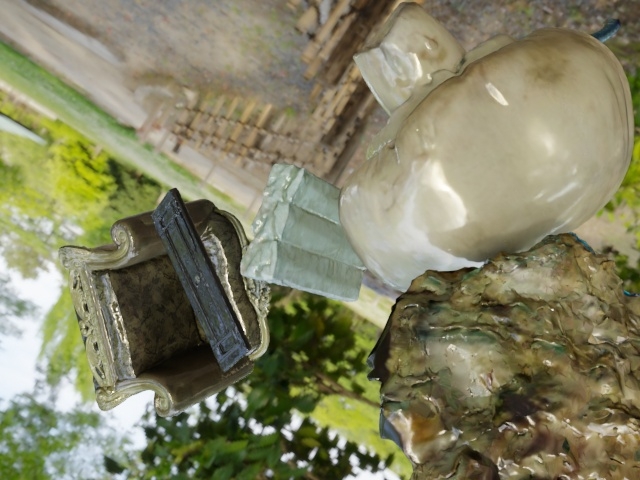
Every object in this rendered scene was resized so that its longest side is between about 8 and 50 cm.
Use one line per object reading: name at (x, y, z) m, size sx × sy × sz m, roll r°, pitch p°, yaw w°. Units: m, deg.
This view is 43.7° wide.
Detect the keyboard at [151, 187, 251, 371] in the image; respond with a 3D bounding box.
keyboard at (-0.134, 0.042, 0.880) m, size 0.013 × 0.061 × 0.204 m, roll -12°, pitch -112°, yaw -43°

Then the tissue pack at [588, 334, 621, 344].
tissue pack at (0.333, 0.131, 1.152) m, size 0.228 × 0.128 × 0.310 m, roll 73°, pitch 177°, yaw -66°

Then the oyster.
oyster at (0.159, 0.089, 0.509) m, size 0.260 × 0.198 × 0.092 m, roll 7°, pitch 141°, yaw -19°

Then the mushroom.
mushroom at (0.115, -0.087, 0.662) m, size 0.234 × 0.260 × 0.254 m, roll 55°, pitch 139°, yaw 4°

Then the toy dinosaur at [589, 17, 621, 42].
toy dinosaur at (0.232, -0.178, 0.969) m, size 0.147 × 0.363 × 0.076 m, roll 2°, pitch 128°, yaw 46°

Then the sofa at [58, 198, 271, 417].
sofa at (-0.192, 0.085, 1.051) m, size 0.182 × 0.258 × 0.200 m, roll -9°, pitch -175°, yaw 33°

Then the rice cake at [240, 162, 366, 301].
rice cake at (0.000, 0.000, 0.803) m, size 0.038 × 0.124 × 0.211 m, roll 11°, pitch 170°, yaw 28°
